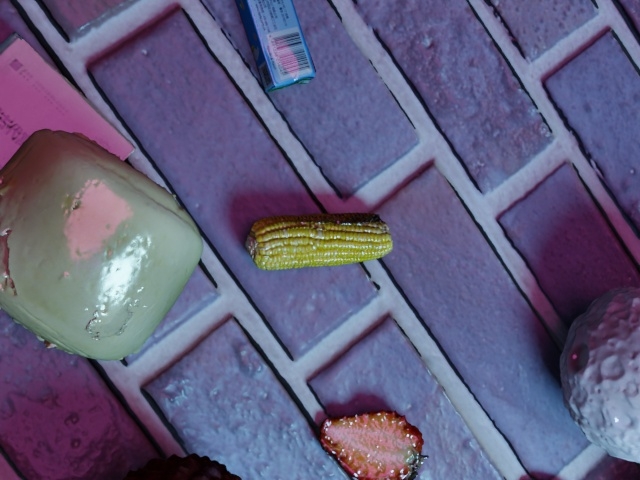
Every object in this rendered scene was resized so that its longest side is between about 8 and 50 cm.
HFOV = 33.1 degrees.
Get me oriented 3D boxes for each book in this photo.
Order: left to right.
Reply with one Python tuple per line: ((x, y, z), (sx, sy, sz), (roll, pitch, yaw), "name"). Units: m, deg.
((-0.400, -0.089, 1.325), (0.215, 0.025, 0.283), (44, 76, -12), "book")

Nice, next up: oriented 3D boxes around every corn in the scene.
((0.000, 0.000, 1.427), (0.203, 0.072, 0.072), (-3, 87, -20), "corn")

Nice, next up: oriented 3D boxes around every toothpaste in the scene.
((-0.079, -0.333, 1.434), (0.065, 0.050, 0.267), (-19, 92, -17), "toothpaste")

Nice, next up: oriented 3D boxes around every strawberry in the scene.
((0.071, 0.272, 1.442), (0.152, 0.048, 0.104), (21, 87, -2), "strawberry")

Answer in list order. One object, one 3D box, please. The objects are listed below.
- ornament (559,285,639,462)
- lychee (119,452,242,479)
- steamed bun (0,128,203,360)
((0.452, 0.191, 1.463), (0.259, 0.259, 0.225), (19, 80, -16), "ornament")
((-0.159, 0.383, 1.246), (0.300, 0.264, 0.264), (-27, 95, -5), "lychee")
((-0.273, 0.017, 1.271), (0.273, 0.166, 0.232), (41, 76, -22), "steamed bun")
